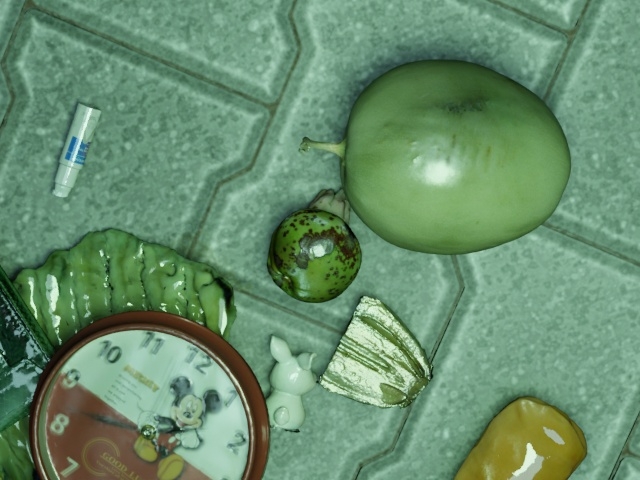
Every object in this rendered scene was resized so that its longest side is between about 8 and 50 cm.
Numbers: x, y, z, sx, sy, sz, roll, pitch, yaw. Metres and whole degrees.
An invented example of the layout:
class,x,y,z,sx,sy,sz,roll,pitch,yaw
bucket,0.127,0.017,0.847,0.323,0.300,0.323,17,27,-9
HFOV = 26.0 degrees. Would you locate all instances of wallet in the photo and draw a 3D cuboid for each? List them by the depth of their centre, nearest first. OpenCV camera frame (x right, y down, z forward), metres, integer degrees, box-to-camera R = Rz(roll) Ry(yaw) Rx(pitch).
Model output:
class,x,y,z,sx,sy,sz,roll,pitch,yaw
wallet,-0.451,0.132,1.831,0.160,0.055,0.236,-34,90,7

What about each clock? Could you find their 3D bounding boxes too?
class,x,y,z,sx,sy,sz,roll,pitch,yaw
clock,-0.220,0.246,1.787,0.318,0.080,0.318,1,95,8

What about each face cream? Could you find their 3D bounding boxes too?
class,x,y,z,sx,sy,sz,roll,pitch,yaw
face cream,-0.333,-0.120,1.875,0.034,0.034,0.130,20,96,-3

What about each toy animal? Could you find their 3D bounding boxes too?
class,x,y,z,sx,sy,sz,roll,pitch,yaw
toy animal,-0.045,0.198,1.897,0.071,0.085,0.124,17,91,15

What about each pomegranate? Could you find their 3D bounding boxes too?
class,x,y,z,sx,sy,sz,roll,pitch,yaw
pomegranate,-0.012,0.002,1.853,0.125,0.138,0.163,-4,61,-7

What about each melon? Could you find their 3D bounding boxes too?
class,x,y,z,sx,sy,sz,roll,pitch,yaw
melon,0.164,-0.107,1.775,0.308,0.272,0.272,-13,97,-22

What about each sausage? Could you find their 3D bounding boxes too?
class,x,y,z,sx,sy,sz,roll,pitch,yaw
sausage,0.260,0.328,1.890,0.136,0.120,0.241,31,96,11

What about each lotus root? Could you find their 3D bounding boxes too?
class,x,y,z,sx,sy,sz,roll,pitch,yaw
lotus root,0.079,0.167,1.896,0.144,0.070,0.143,35,89,0

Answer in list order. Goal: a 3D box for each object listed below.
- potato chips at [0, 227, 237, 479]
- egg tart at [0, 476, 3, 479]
class,x,y,z,sx,sy,sz,roll,pitch,yaw
potato chips,-0.288,0.183,1.880,0.373,0.097,0.389,11,99,8
egg tart,-0.475,0.409,1.893,0.232,0.098,0.252,-7,88,29
